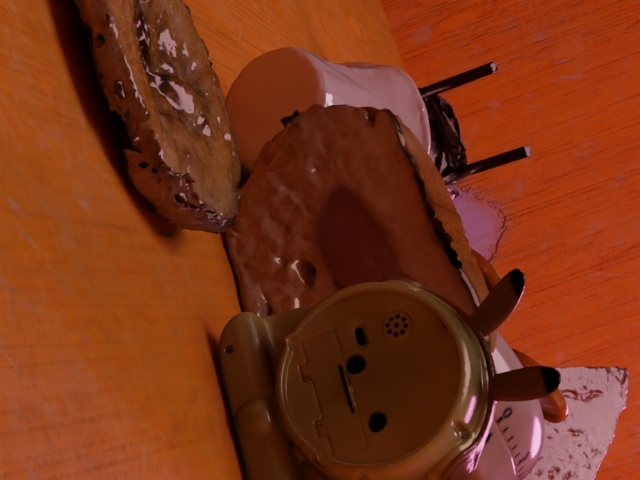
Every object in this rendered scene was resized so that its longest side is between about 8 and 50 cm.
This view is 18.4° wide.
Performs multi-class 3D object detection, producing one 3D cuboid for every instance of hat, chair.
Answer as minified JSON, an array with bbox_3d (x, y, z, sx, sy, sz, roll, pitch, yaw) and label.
[{"bbox_3d":[-0.010,-0.097,1.771,0.126,0.203,0.203,33,35,-51],"label":"hat"},{"bbox_3d":[0.103,-0.120,2.601,0.186,0.319,0.160,-27,98,-37],"label":"chair"}]

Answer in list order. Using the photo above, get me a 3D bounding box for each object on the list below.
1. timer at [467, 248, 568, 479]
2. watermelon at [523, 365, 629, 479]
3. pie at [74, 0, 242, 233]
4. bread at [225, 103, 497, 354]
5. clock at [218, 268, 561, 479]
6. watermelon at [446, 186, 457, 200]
[{"bbox_3d":[0.083,0.152,1.781,0.233,0.240,0.233,46,-17,19],"label":"timer"},{"bbox_3d":[0.160,0.195,2.079,0.222,0.319,0.292,38,-24,-14],"label":"watermelon"},{"bbox_3d":[-0.123,-0.127,1.441,0.274,0.055,0.274,-21,90,-81],"label":"pie"},{"bbox_3d":[0.020,0.003,1.612,0.224,0.184,0.211,-101,167,-58],"label":"bread"},{"bbox_3d":[0.051,0.101,1.409,0.069,0.232,0.170,54,18,-63],"label":"clock"},{"bbox_3d":[0.052,-0.020,2.069,0.098,0.158,0.121,54,45,-62],"label":"watermelon"}]
